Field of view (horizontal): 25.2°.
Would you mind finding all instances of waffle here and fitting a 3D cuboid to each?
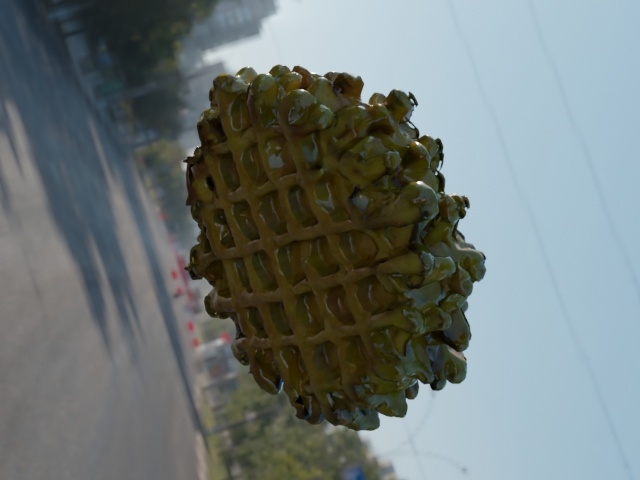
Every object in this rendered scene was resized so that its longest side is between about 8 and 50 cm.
[{"bbox_3d":[0.000,0.000,0.754,0.197,0.070,0.193,29,-51,38],"label":"waffle"}]
